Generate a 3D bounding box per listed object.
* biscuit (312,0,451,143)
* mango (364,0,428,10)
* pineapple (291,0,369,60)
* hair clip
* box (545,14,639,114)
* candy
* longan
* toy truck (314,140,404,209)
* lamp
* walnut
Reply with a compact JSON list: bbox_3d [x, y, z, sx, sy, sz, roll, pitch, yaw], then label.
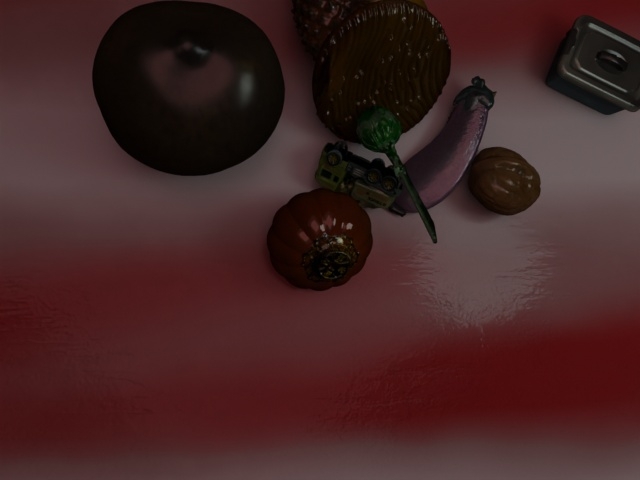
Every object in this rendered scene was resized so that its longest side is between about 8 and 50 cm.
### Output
[{"bbox_3d":[0.132,-0.343,1.309,0.318,0.318,0.040,-22,44,-9],"label":"biscuit"},{"bbox_3d":[0.164,-0.517,1.406,0.195,0.098,0.137,42,78,-10],"label":"mango"},{"bbox_3d":[-0.011,-0.546,1.332,0.175,0.175,0.361,-27,84,-9],"label":"pineapple"},{"bbox_3d":[0.280,-0.198,1.399,0.110,0.095,0.358,38,84,-20],"label":"hair clip"},{"bbox_3d":[0.648,-0.398,1.443,0.227,0.130,0.162,24,83,-4],"label":"box"},{"bbox_3d":[0.166,-0.136,1.263,0.097,0.097,0.323,-22,71,-9],"label":"candy"},{"bbox_3d":[-0.250,-0.297,1.211,0.361,0.361,0.361,1,85,-8],"label":"longan"},{"bbox_3d":[0.079,-0.128,1.355,0.191,0.085,0.116,24,117,-1],"label":"toy truck"},{"bbox_3d":[0.000,0.000,1.282,0.223,0.196,0.223,-9,123,-14],"label":"lamp"},{"bbox_3d":[0.404,-0.129,1.381,0.167,0.149,0.166,14,55,-21],"label":"walnut"}]
